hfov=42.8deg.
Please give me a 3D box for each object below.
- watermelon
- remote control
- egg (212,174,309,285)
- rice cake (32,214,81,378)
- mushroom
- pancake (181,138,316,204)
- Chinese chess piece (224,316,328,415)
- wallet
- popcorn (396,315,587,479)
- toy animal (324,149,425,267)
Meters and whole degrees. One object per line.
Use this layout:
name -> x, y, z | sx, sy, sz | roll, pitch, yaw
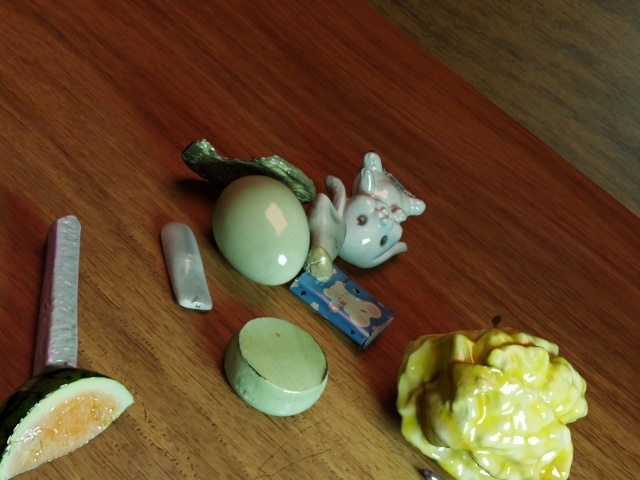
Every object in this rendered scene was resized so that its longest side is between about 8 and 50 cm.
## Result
watermelon -> -0.369, 0.246, 1.146 | 0.063, 0.119, 0.245 | 3, 19, 35
remote control -> -0.255, 0.041, 1.572 | 0.073, 0.044, 0.229 | 15, 36, -34
egg -> -0.117, -0.019, 1.644 | 0.189, 0.188, 0.253 | 6, 45, -38
rice cake -> -0.423, 0.096, 1.320 | 0.056, 0.072, 0.365 | 18, 37, -28
mushroom -> 0.000, 0.000, 1.734 | 0.093, 0.116, 0.225 | -7, 43, 17
pancake -> -0.154, -0.143, 1.742 | 0.286, 0.288, 0.033 | 32, 68, -33
Chinese chess piece -> -0.079, 0.223, 1.456 | 0.188, 0.083, 0.188 | 21, 34, -15
wallet -> 0.049, 0.133, 1.711 | 0.202, 0.059, 0.141 | 37, 34, 14
popcorn -> 0.303, 0.320, 1.493 | 0.349, 0.349, 0.381 | 10, 77, -34
toy animal -> 0.105, -0.065, 1.937 | 0.249, 0.174, 0.289 | 54, 33, 10
